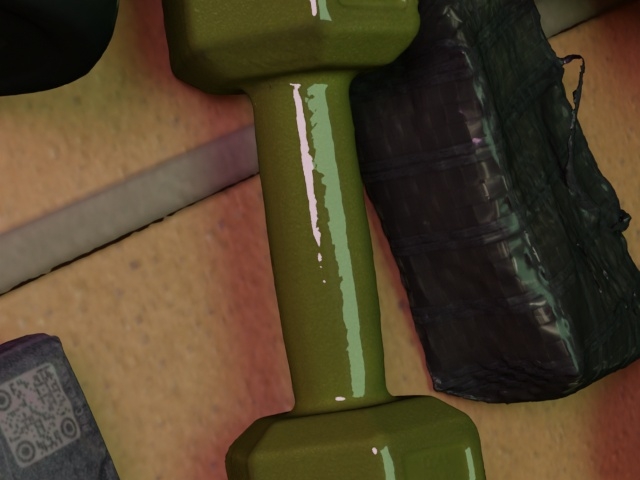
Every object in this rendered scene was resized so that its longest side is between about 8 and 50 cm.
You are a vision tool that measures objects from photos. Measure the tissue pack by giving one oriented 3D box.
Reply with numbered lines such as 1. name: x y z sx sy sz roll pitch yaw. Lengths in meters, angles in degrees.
1. tissue pack: -0.150 0.115 0.588 0.156 0.051 0.112 -27 99 -42

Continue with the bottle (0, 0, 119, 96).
1. bottle: -0.134 -0.233 0.593 0.144 0.144 0.336 16 72 -40

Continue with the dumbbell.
1. dumbbell: 0.000 0.000 0.703 0.121 0.108 0.302 -8 89 -44

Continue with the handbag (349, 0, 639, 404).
1. handbag: 0.108 -0.033 0.837 0.175 0.088 0.270 -33 106 -49
